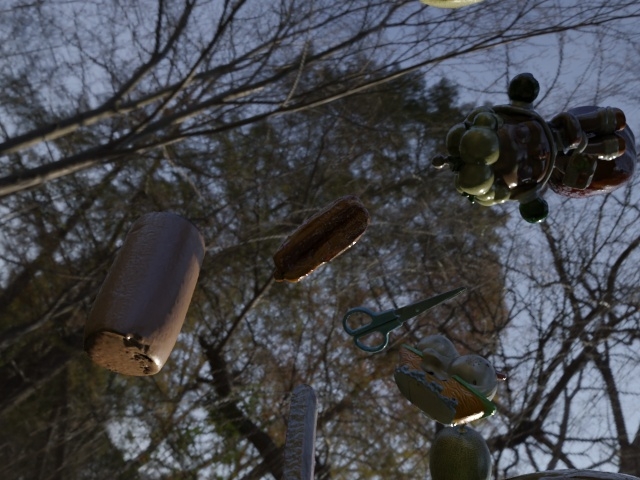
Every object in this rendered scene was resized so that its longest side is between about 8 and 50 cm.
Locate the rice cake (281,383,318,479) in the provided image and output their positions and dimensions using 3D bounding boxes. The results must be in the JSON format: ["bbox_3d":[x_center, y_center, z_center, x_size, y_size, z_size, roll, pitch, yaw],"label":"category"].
[{"bbox_3d":[-0.044,0.483,1.353,0.064,0.399,0.070,-14,-61,11],"label":"rice cake"}]

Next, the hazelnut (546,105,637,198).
[{"bbox_3d":[0.616,-0.194,1.375,0.217,0.251,0.217,6,-65,14],"label":"hazelnut"}]

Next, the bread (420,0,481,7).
[{"bbox_3d":[0.310,-0.654,1.257,0.320,0.320,0.238,-22,-100,52],"label":"bread"}]

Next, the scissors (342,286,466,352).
[{"bbox_3d":[0.290,0.247,2.030,0.446,0.029,0.193,-27,-70,22],"label":"scissors"}]

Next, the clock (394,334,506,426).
[{"bbox_3d":[0.226,0.245,1.080,0.231,0.144,0.103,28,-44,46],"label":"clock"}]

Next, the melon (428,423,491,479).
[{"bbox_3d":[0.309,0.490,1.323,0.139,0.139,0.193,13,-72,44],"label":"melon"}]

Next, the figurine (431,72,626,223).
[{"bbox_3d":[0.212,-0.090,0.585,0.093,0.196,0.147,-111,-169,-77],"label":"figurine"}]

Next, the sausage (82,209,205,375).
[{"bbox_3d":[-0.243,0.075,0.833,0.123,0.253,0.123,2,-53,3],"label":"sausage"}]

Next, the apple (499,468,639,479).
[{"bbox_3d":[0.176,0.289,0.415,0.233,0.257,0.257,9,-59,23],"label":"apple"}]

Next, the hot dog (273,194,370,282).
[{"bbox_3d":[-0.001,0.000,0.730,0.062,0.144,0.038,55,-14,-14],"label":"hot dog"}]
